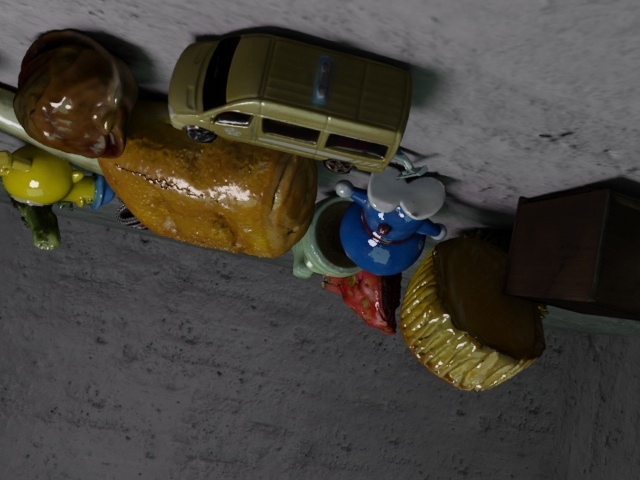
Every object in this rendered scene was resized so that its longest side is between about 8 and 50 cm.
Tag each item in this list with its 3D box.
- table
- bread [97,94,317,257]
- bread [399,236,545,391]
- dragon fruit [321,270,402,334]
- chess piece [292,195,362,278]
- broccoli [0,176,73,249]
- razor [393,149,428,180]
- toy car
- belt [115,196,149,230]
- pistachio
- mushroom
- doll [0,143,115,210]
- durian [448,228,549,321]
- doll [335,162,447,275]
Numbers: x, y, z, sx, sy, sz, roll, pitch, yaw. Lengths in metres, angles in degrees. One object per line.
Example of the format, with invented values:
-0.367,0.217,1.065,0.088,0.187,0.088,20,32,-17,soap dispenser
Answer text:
0.415,0.021,0.793,0.169,0.172,0.193,14,174,-14,table
-0.176,-0.071,0.865,0.337,0.148,0.328,13,155,4,bread
0.259,0.125,0.904,0.227,0.253,0.142,26,135,-9,bread
0.089,0.083,1.242,0.211,0.262,0.134,-7,161,35,dragon fruit
0.000,0.000,1.200,0.176,0.176,0.298,15,171,-20,chess piece
-0.727,-0.087,1.363,0.165,0.304,0.145,-13,138,-26,broccoli
0.058,-0.133,0.750,0.191,0.037,0.068,18,174,-18,razor
-0.035,-0.152,0.561,0.256,0.101,0.124,12,166,-7,toy car
-0.376,-0.081,1.367,0.359,0.126,0.094,6,171,26,belt
-0.318,-0.173,0.667,0.210,0.165,0.130,-10,-160,41,pistachio
-0.458,-0.187,0.948,0.333,0.087,0.107,25,178,-31,mushroom
-0.646,-0.146,1.263,0.199,0.145,0.363,-3,172,15,doll
0.364,0.096,1.131,0.258,0.258,0.293,18,164,-33,durian
0.121,-0.043,0.939,0.215,0.161,0.257,25,154,1,doll
